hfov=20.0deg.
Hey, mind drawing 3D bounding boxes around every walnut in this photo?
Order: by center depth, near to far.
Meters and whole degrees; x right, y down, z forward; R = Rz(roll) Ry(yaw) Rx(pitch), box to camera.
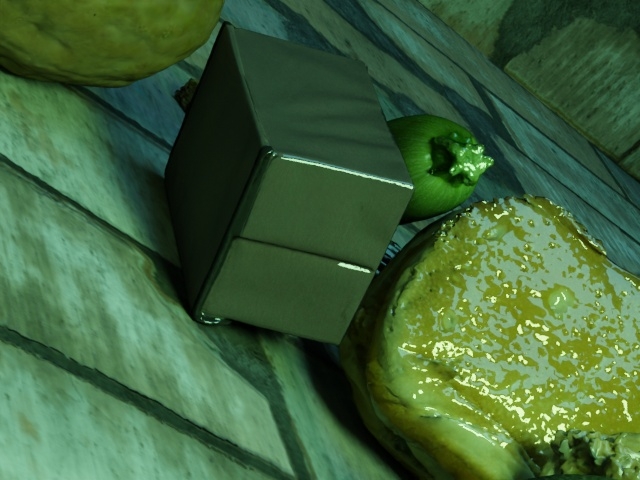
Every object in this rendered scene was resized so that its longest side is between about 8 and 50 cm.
[{"bbox_3d":[-0.220,-0.293,1.654,0.344,0.306,0.306,25,26,-46],"label":"walnut"}]

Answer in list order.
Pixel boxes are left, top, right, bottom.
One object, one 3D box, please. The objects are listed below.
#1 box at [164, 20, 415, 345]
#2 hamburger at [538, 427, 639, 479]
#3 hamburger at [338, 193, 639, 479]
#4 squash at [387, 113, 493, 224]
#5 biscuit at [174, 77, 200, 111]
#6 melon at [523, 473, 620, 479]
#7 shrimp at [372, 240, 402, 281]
[{"bbox_3d":[-0.034,-0.053,1.654,0.153,0.188,0.252,15,25,-19],"label":"box"},{"bbox_3d":[0.275,0.286,1.562,0.286,0.243,0.146,52,3,-29],"label":"hamburger"},{"bbox_3d":[0.184,0.118,1.685,0.304,0.284,0.174,45,-19,-12],"label":"hamburger"},{"bbox_3d":[0.068,-0.068,1.779,0.107,0.107,0.395,41,-12,-15],"label":"squash"},{"bbox_3d":[-0.084,-0.097,1.967,0.199,0.034,0.064,51,17,21],"label":"biscuit"},{"bbox_3d":[0.183,0.292,1.327,0.237,0.237,0.301,47,16,4],"label":"melon"},{"bbox_3d":[0.138,0.080,2.052,0.365,0.071,0.233,40,8,-16],"label":"shrimp"}]
